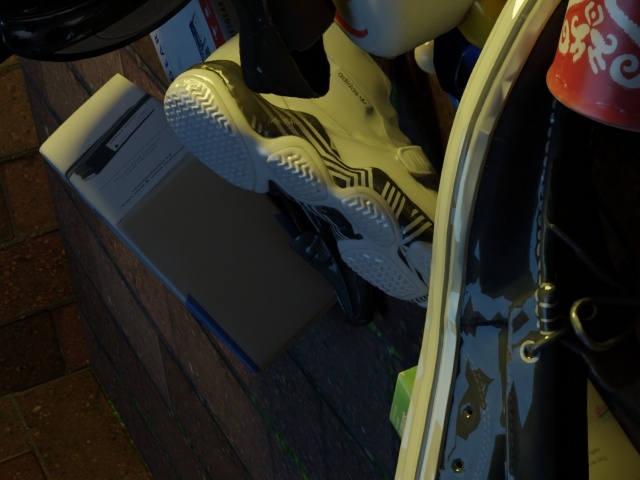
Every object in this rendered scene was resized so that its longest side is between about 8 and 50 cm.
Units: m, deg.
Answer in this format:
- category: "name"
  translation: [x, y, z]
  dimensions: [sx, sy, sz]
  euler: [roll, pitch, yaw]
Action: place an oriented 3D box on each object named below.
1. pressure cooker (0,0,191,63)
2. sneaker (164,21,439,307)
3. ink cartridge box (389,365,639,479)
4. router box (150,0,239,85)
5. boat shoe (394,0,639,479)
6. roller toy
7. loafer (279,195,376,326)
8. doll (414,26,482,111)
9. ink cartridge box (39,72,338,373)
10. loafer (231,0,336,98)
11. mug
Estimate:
- category: "pressure cooker"
  translation: [-0.280, -0.390, 1.380]
  dimensions: [0.420, 0.375, 0.370]
  euler: [48, 128, 27]
- category: "sneaker"
  translation: [0.055, -0.098, 1.252]
  dimensions: [0.365, 0.210, 0.137]
  euler: [34, 157, 1]
- category: "ink cartridge box"
  translation: [0.176, 0.192, 1.147]
  dimensions: [0.212, 0.154, 0.093]
  euler: [59, 159, 30]
- category: "router box"
  translation: [-0.165, -0.341, 1.691]
  dimensions: [0.335, 0.082, 0.301]
  euler: [68, 161, 7]
- category: "boat shoe"
  translation: [0.163, 0.046, 0.962]
  dimensions: [0.156, 0.187, 0.500]
  euler: [13, 101, 22]
- category: "roller toy"
  translation: [0.068, -0.251, 1.028]
  dimensions: [0.209, 0.146, 0.191]
  euler: [52, 165, 45]
- category: "loafer"
  translation: [0.000, 0.000, 1.572]
  dimensions: [0.223, 0.078, 0.076]
  euler: [69, 162, 5]
- category: "doll"
  translation: [0.130, -0.137, 1.122]
  dimensions: [0.189, 0.046, 0.129]
  euler: [39, 149, 57]
- category: "ink cartridge box"
  translation: [-0.178, -0.034, 1.754]
  dimensions: [0.285, 0.166, 0.395]
  euler: [49, 173, -29]
- category: "loafer"
  translation: [-0.021, -0.192, 1.037]
  dimensions: [0.078, 0.080, 0.220]
  euler: [23, 152, 19]
- category: "mug"
  translation: [0.220, -0.161, 0.784]
  dimensions: [0.113, 0.150, 0.169]
  euler: [-85, 0, -59]
